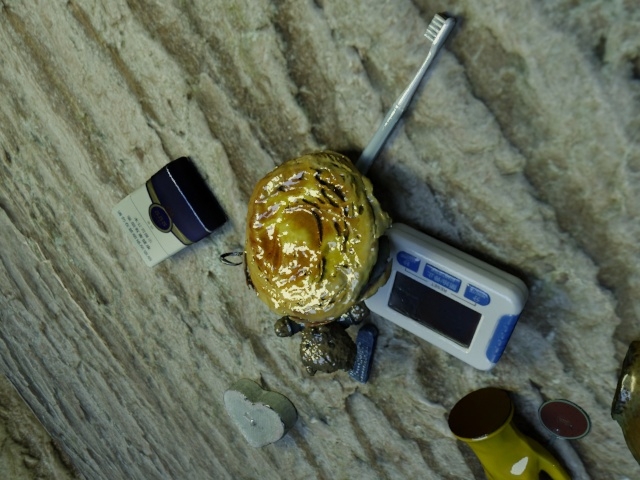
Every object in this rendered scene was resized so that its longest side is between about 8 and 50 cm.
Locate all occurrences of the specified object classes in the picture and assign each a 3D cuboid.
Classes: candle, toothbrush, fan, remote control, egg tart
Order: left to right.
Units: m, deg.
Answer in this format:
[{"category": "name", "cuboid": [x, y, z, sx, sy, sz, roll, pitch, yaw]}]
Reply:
[{"category": "candle", "cuboid": [-0.149, 0.433, 1.440, 0.192, 0.068, 0.169, 20, 123, 28]}, {"category": "egg tart", "cuboid": [0.000, 0.000, 0.971, 0.297, 0.132, 0.297, -10, 71, 30]}, {"category": "remote control", "cuboid": [0.087, 0.226, 1.176, 0.043, 0.027, 0.153, 22, 129, 16]}, {"category": "toothbrush", "cuboid": [0.108, -0.192, 0.907, 0.030, 0.025, 0.342, 43, 133, 16]}, {"category": "fan", "cuboid": [0.410, 0.324, 1.014, 0.085, 0.005, 0.133, 25, 128, 21]}]

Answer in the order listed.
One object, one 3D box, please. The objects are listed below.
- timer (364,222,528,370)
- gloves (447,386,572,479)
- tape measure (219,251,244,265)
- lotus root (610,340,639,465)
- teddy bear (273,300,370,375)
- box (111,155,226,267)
[{"category": "timer", "cuboid": [0.201, 0.087, 0.974, 0.253, 0.078, 0.178, 28, 132, 22]}, {"category": "gloves", "cuboid": [0.352, 0.413, 1.061, 0.294, 0.116, 0.133, 56, 164, -16]}, {"category": "tape measure", "cuboid": [-0.104, -0.030, 1.066, 0.104, 0.179, 0.107, 2, 120, 53]}, {"category": "lotus root", "cuboid": [0.530, 0.248, 0.790, 0.260, 0.149, 0.267, 27, 126, 19]}, {"category": "teddy bear", "cuboid": [0.005, 0.121, 1.096, 0.181, 0.129, 0.252, -15, 78, 28]}, {"category": "box", "cuboid": [-0.332, -0.056, 1.276, 0.259, 0.071, 0.168, -26, 99, 43]}]
